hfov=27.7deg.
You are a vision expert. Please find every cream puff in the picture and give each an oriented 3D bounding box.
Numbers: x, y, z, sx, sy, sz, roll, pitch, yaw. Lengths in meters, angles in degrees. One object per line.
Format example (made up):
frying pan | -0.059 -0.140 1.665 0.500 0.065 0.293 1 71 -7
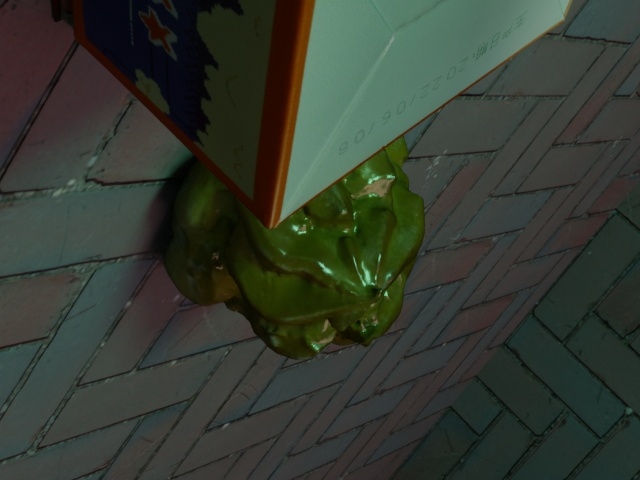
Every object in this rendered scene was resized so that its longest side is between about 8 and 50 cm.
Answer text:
cream puff | 0.000 0.001 1.417 0.291 0.257 0.324 -28 155 -30

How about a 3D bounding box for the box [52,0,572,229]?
box | 0.018 -0.257 0.924 0.348 0.257 0.319 -37 160 -25
